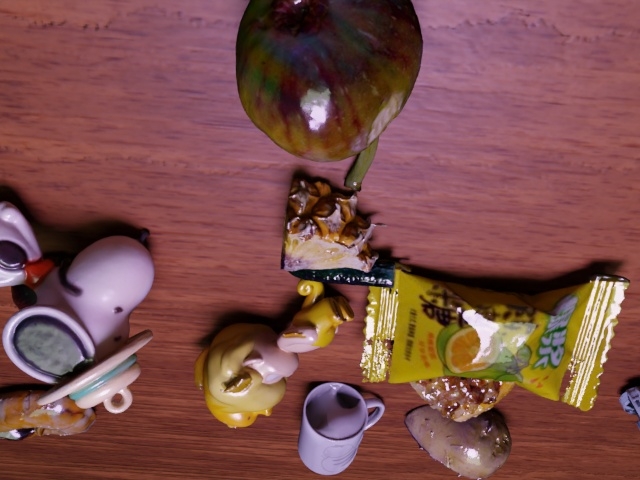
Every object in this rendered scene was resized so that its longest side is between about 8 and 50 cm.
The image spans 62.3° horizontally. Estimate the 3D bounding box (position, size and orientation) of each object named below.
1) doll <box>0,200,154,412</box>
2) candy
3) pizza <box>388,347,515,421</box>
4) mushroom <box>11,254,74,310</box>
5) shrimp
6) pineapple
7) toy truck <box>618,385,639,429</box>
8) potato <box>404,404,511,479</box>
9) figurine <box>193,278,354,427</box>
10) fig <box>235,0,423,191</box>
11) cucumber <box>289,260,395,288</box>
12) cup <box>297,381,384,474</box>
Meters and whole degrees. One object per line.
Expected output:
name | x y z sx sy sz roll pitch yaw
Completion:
doll | -0.316 0.063 0.572 0.272 0.207 0.144 16 163 -19
candy | 0.202 0.113 0.653 0.298 0.081 0.187 7 112 8
pizza | 0.181 0.199 0.756 0.194 0.069 0.154 20 132 -17
mushroom | -0.325 0.070 0.670 0.123 0.052 0.123 -1 138 -1
shrimp | -0.526 0.307 0.912 0.288 0.062 0.152 -7 145 8
pineapple | 0.000 0.000 0.572 0.116 0.069 0.137 -27 131 34
toy truck | 0.598 0.302 0.795 0.162 0.136 0.305 -37 125 24
potato | 0.233 0.313 0.851 0.172 0.100 0.089 12 129 -5
figurine | -0.068 0.149 0.696 0.246 0.131 0.156 -37 164 15
fig | 0.023 -0.110 0.443 0.149 0.149 0.245 -12 157 14
cucumber | 0.020 0.035 0.622 0.133 0.032 0.032 4 135 13
cup | 0.035 0.303 0.846 0.136 0.099 0.133 7 134 -3
